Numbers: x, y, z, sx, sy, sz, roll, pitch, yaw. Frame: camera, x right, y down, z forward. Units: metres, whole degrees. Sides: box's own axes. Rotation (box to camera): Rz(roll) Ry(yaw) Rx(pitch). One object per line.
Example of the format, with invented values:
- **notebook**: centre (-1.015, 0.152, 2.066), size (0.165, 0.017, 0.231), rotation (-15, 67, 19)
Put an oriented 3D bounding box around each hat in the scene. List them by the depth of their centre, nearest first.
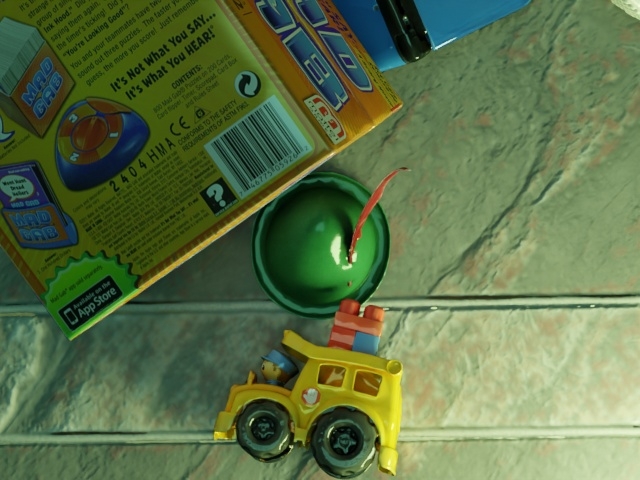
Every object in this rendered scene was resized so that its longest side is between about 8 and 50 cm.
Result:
- **hat**: centre (0.000, 0.000, 1.846), size (0.173, 0.183, 0.208), rotation (11, 94, 1)

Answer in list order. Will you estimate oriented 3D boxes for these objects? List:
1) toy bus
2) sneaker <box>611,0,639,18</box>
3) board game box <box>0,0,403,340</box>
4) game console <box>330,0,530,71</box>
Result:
- **toy bus**: centre (-0.003, 0.172, 1.889), size (0.220, 0.149, 0.211), rotation (10, 81, 3)
- **sneaker**: centre (0.314, -0.429, 1.832), size (0.150, 0.135, 0.366), rotation (-37, 93, 9)
- **board game box**: centre (-0.182, -0.170, 1.716), size (0.356, 0.356, 0.356), rotation (-34, 93, 19)
- **game console**: centre (0.067, -0.360, 1.859), size (0.250, 0.173, 0.293), rotation (-12, 106, 42)
